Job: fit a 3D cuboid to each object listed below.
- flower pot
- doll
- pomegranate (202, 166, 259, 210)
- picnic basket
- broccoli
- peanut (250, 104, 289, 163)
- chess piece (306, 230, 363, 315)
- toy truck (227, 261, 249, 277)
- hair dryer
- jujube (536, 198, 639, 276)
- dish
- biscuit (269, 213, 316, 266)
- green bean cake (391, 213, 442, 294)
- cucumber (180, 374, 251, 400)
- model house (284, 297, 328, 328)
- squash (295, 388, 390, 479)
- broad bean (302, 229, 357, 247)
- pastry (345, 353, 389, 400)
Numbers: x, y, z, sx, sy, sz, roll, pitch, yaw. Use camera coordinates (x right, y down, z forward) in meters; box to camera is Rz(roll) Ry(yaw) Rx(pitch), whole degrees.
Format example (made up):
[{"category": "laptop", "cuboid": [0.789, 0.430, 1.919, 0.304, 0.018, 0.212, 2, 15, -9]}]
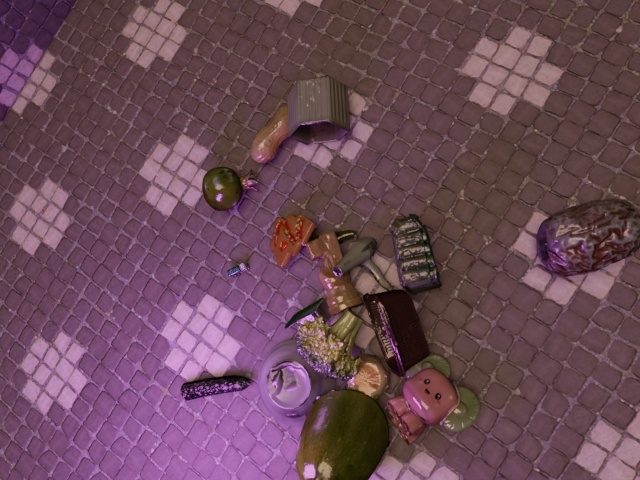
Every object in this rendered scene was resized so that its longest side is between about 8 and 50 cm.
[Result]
[{"category": "flower pot", "cuboid": [-0.008, -0.493, 1.927, 0.239, 0.209, 0.190, -3, 80, 10]}, {"category": "doll", "cuboid": [0.365, 0.535, 1.692, 0.268, 0.216, 0.284, -26, 55, -13]}, {"category": "pomegranate", "cuboid": [-0.359, -0.214, 2.009, 0.224, 0.181, 0.182, -13, 77, -10]}, {"category": "picnic basket", "cuboid": [0.264, 0.303, 1.729, 0.129, 0.222, 0.297, -19, 91, -10]}, {"category": "broccoli", "cuboid": [0.041, 0.340, 1.735, 0.263, 0.247, 0.243, 38, 90, -6]}, {"category": "peanut", "cuboid": [-0.184, -0.432, 2.025, 0.275, 0.111, 0.125, -50, 38, -2]}, {"category": "chess piece", "cuboid": [0.051, 0.116, 1.845, 0.137, 0.137, 0.301, -21, 79, 11]}, {"category": "toy truck", "cuboid": [-0.327, 0.116, 2.001, 0.083, 0.044, 0.039, -27, 78, 9]}, {"category": "hair dryer", "cuboid": [0.156, 0.123, 1.793, 0.092, 0.229, 0.267, -41, 69, 48]}, {"category": "jujube", "cuboid": [0.870, -0.012, 1.624, 0.316, 0.226, 0.226, -17, 77, 6]}, {"category": "dish", "cuboid": [-0.103, 0.524, 1.841, 0.316, 0.106, 0.317, -2, 80, 15]}, {"category": "biscuit", "cuboid": [-0.112, -0.020, 1.913, 0.238, 0.041, 0.213, -29, 55, 36]}, {"category": "green bean cake", "cuboid": [0.328, 0.049, 1.735, 0.131, 0.241, 0.255, -17, 77, 17]}, {"category": "cucumber", "cuboid": [-0.399, 0.561, 1.933, 0.299, 0.072, 0.072, -12, 78, 13]}, {"category": "model house", "cuboid": [-0.036, 0.299, 1.859, 0.167, 0.117, 0.088, -34, 99, 26]}, {"category": "squash", "cuboid": [0.062, 0.683, 1.625, 0.309, 0.309, 0.311, 2, 98, 12]}, {"category": "broad bean", "cuboid": [0.000, 0.001, 1.934, 0.297, 0.043, 0.060, -7, 69, 15]}, {"category": "pastry", "cuboid": [0.167, 0.483, 1.785, 0.165, 0.088, 0.166, -2, 82, 17]}]
